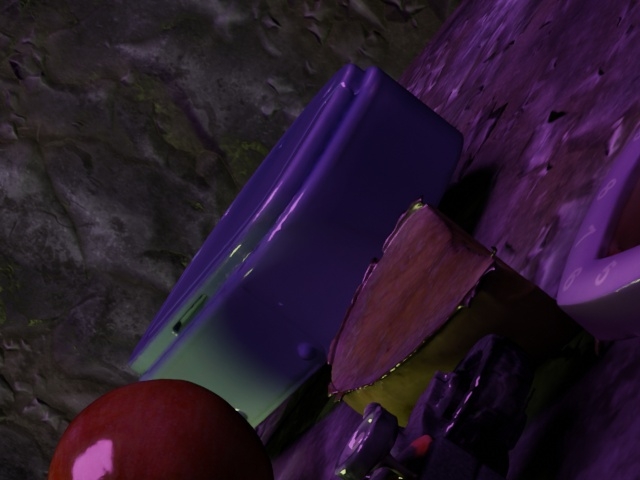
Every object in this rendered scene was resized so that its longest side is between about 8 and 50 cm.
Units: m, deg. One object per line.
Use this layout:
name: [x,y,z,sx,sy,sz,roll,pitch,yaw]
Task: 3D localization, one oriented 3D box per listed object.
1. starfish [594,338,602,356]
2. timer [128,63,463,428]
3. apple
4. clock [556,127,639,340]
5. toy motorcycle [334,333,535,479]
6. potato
starfish: [0.176,0.022,0.772,0.086,0.016,0.092,-51,2,28]
timer: [0.000,0.000,1.387,0.395,0.173,0.395,-54,6,9]
apple: [-0.132,0.213,1.152,0.188,0.188,0.174,-51,13,18]
clock: [0.189,-0.016,0.671,0.172,0.064,0.198,-52,7,12]
toy motorcycle: [0.024,0.173,0.677,0.173,0.108,0.307,-54,2,42]
potato: [0.079,0.065,0.867,0.138,0.098,0.243,-54,10,5]
